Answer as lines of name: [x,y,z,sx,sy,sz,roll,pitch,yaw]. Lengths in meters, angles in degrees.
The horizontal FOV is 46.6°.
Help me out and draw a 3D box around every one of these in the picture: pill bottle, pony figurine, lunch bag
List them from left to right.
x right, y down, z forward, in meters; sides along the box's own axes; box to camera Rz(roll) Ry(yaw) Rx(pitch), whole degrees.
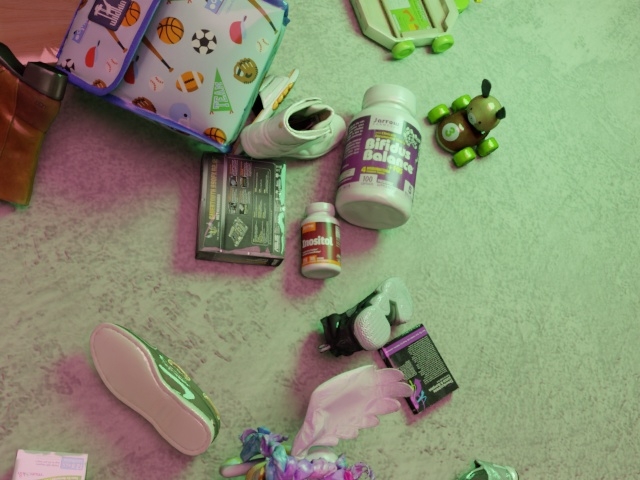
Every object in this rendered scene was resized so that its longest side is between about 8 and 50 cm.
lunch bag: [-0.296,-0.392,1.477,0.385,0.239,0.328,25,93,-4]
pony figurine: [-0.010,0.403,1.297,0.351,0.363,0.303,-8,73,-20]
pill bottle: [0.000,0.000,1.597,0.086,0.086,0.152,4,70,-16]
pill bottle: [0.136,-0.191,1.662,0.169,0.169,0.302,15,68,-12]

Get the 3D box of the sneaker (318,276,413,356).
sneaker: [0.089,0.161,1.560,0.268,0.153,0.101,-35,102,-59]

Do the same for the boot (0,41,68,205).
boot: [-0.643,-0.238,1.436,0.264,0.096,0.280,23,103,-6]

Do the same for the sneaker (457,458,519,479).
sneaker: [0.318,0.555,1.511,0.132,0.086,0.229,22,56,-4]

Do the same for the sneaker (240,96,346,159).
sneaker: [-0.009,-0.240,1.594,0.292,0.169,0.108,-19,92,-45]

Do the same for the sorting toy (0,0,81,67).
sorting toy: [-0.610,-0.461,1.565,0.257,0.089,0.255,-10,75,-21]

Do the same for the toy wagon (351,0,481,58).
toy wagon: [0.252,-0.602,1.901,0.344,0.068,0.267,-13,76,-22]

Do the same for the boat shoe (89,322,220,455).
boat shoe: [-0.309,0.271,1.401,0.305,0.091,0.109,45,102,4]

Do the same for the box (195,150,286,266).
box: [-0.168,-0.067,1.584,0.183,0.056,0.231,5,69,-15]

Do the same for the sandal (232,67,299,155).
sandal: [-0.137,-0.302,1.652,0.076,0.102,0.265,36,67,-6]

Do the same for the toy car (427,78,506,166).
toy car: [0.370,-0.292,1.760,0.149,0.188,0.155,-25,80,-24]

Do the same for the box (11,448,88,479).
box: [-0.452,0.410,1.242,0.114,0.203,0.103,8,69,-15]

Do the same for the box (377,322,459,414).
box: [0.210,0.275,1.598,0.116,0.029,0.162,-25,79,-23]
